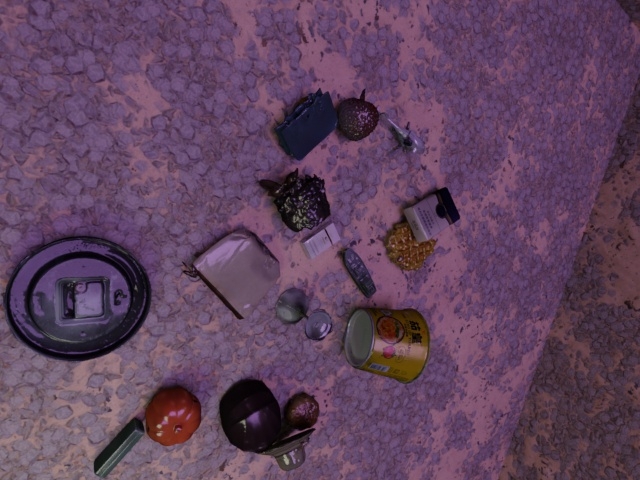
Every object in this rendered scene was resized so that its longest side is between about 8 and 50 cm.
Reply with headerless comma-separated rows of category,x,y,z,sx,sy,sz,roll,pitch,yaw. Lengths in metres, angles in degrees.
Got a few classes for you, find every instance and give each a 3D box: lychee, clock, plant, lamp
lychee,0.142,-0.473,1.601,0.165,0.165,0.197,3,111,-31
clock,-0.718,0.172,1.283,0.387,0.076,0.385,-7,104,-30
plant,-0.074,-0.155,1.535,0.233,0.204,0.178,66,28,-10
lamp,-0.500,0.605,1.451,0.188,0.164,0.187,-8,106,-28

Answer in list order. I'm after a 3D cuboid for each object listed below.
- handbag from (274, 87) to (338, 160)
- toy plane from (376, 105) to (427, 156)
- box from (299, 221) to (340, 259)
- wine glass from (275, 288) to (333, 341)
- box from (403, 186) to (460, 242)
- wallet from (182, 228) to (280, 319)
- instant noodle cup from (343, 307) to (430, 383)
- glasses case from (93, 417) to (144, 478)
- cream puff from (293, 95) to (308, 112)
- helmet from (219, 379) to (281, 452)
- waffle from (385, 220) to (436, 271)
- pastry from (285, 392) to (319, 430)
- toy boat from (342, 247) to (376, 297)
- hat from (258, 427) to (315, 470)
handbag,-0.046,-0.413,1.513,0.229,0.062,0.179,-45,147,-11
toy plane,0.340,-0.456,1.757,0.182,0.107,0.273,-44,114,-21
box,0.000,0.000,1.689,0.154,0.040,0.083,-35,113,-21
wine glass,-0.059,0.283,1.601,0.156,0.232,0.156,-6,103,-29
box,0.503,-0.118,1.899,0.259,0.071,0.168,-30,96,-31
wallet,-0.295,0.112,1.530,0.275,0.068,0.335,-43,125,-12
instant noodle cup,0.264,0.426,1.791,0.254,0.326,0.325,13,94,-22
glasses case,-0.671,0.690,1.417,0.184,0.078,0.039,-48,117,-13
cream puff,-0.061,-0.482,1.539,0.083,0.058,0.083,17,101,-48
helmet,-0.245,0.694,1.614,0.225,0.177,0.305,-27,111,-25
waffle,0.416,0.010,1.927,0.280,0.060,0.262,39,77,-32
pastry,-0.075,0.716,1.771,0.153,0.081,0.153,-7,107,-26
toy boat,0.165,0.135,1.787,0.078,0.085,0.260,-39,117,-17
hat,-0.117,0.838,1.665,0.252,0.252,0.109,-13,70,-28
